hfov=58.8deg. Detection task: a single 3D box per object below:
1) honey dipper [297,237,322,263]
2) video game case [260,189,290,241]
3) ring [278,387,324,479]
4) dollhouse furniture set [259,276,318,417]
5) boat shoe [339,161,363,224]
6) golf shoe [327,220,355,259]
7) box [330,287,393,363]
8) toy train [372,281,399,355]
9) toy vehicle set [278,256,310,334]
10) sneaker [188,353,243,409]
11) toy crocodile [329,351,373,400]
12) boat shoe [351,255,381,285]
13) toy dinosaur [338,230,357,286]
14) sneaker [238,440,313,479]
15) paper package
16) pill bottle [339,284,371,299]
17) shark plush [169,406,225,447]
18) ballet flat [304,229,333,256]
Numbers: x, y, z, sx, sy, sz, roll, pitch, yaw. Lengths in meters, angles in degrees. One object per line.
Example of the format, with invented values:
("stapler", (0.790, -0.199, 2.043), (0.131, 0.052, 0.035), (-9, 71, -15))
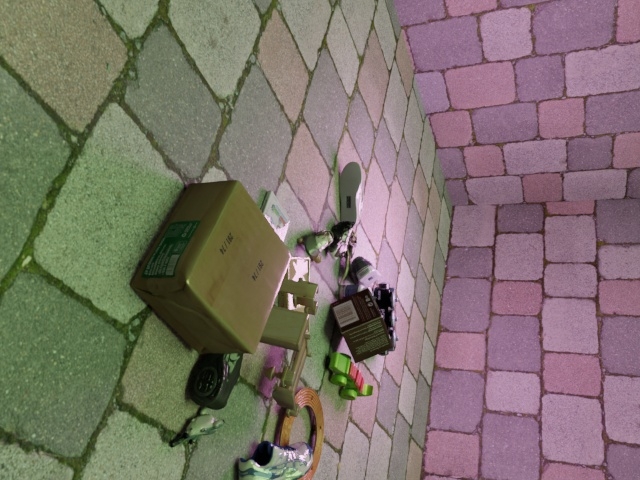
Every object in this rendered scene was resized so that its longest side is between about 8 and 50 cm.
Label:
("honey dipper", (-0.040, 0.032, 2.006), (0.161, 0.030, 0.031), (50, 45, -50))
("video game case", (-0.146, -0.053, 1.779), (0.157, 0.019, 0.143), (59, 38, -48))
("ring", (-0.068, 0.667, 1.914), (0.336, 0.032, 0.337), (-2, 90, -66))
("dollhouse furniture set", (-0.122, 0.326, 1.749), (0.356, 0.173, 0.303), (89, 16, -52))
("boat shoe", (0.136, -0.187, 2.326), (0.088, 0.096, 0.268), (-12, 102, -69))
("golf shoe", (0.078, -0.004, 2.224), (0.198, 0.077, 0.094), (-48, 137, -43))
("box", (0.161, 0.330, 2.203), (0.168, 0.167, 0.203), (-113, 180, -50))
("toy train", (0.294, 0.363, 2.624), (0.190, 0.142, 0.334), (35, 55, -75))
("toy vehicle set", (-0.085, 0.186, 1.885), (0.166, 0.035, 0.267), (7, 83, -66))
("sneaker", (-0.247, 0.299, 1.468), (0.130, 0.109, 0.286), (70, 36, -56))
("toy crocodile", (0.117, 0.538, 2.239), (0.341, 0.105, 0.115), (61, 36, -45))
("boat shoe", (0.182, 0.130, 2.407), (0.102, 0.108, 0.301), (58, 4, 16))
("toy dinosaur", (0.108, 0.043, 2.298), (0.118, 0.064, 0.268), (65, 36, -54))
("sneaker", (-0.123, 0.641, 1.663), (0.296, 0.111, 0.131), (-12, 95, -57))
("paper package", (-0.242, 0.065, 1.360), (0.309, 0.168, 0.325), (57, 39, -39))
("pill bottle", (0.142, 0.212, 2.288), (0.067, 0.120, 0.067), (-1, 90, -65))
("shark plush", (-0.297, 0.473, 1.386), (0.067, 0.073, 0.161), (-66, 167, 19))
("ballet flat", (0.000, 0.000, 2.004), (0.072, 0.068, 0.213), (64, 18, -6))
